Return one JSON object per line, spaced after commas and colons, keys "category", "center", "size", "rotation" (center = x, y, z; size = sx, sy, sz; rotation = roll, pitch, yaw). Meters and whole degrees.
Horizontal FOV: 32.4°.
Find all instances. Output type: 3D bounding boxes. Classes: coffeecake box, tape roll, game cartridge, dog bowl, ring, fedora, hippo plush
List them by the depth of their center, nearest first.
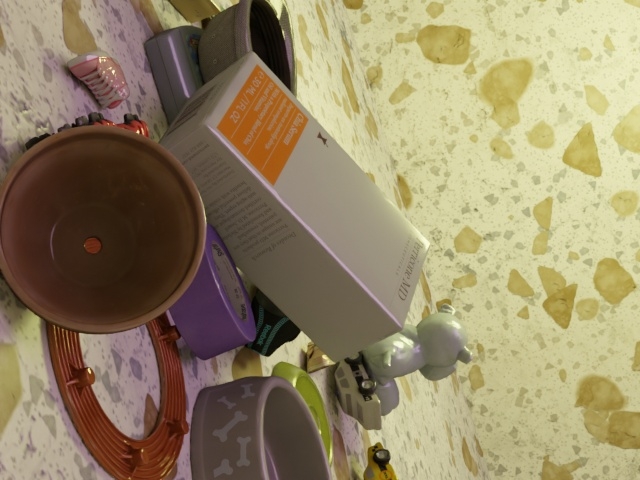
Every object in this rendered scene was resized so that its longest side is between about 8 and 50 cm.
{"category": "ring", "center": [-0.246, 0.147, 1.415], "size": [0.336, 0.032, 0.337], "rotation": [-18, 90, -75]}
{"category": "tape roll", "center": [-0.168, 0.074, 1.616], "size": [0.189, 0.080, 0.189], "rotation": [-21, 90, -84]}
{"category": "dog bowl", "center": [-0.073, 0.364, 1.666], "size": [0.349, 0.102, 0.349], "rotation": [-16, 90, -75]}
{"category": "fedora", "center": [-0.135, -0.320, 1.935], "size": [0.243, 0.124, 0.275], "rotation": [28, 56, -67]}
{"category": "game cartridge", "center": [-0.215, -0.279, 1.948], "size": [0.297, 0.062, 0.198], "rotation": [-24, 101, -75]}
{"category": "coffeecake box", "center": [-0.253, -0.521, 2.033], "size": [0.142, 0.068, 0.186], "rotation": [41, 35, -63]}
{"category": "hippo plush", "center": [0.183, 0.207, 2.350], "size": [0.294, 0.236, 0.234], "rotation": [94, -26, -55]}

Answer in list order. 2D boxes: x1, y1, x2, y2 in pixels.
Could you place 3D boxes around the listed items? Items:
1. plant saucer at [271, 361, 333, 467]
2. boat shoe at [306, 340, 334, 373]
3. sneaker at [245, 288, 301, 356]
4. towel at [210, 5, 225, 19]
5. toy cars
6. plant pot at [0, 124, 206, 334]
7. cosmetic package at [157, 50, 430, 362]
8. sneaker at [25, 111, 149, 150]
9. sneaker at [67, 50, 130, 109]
{"category": "plant saucer", "center": [-0.027, 0.332, 1.991], "size": [0.241, 0.037, 0.241], "rotation": [-17, 90, -75]}
{"category": "boat shoe", "center": [-0.003, 0.219, 2.163], "size": [0.170, 0.063, 0.059], "rotation": [-27, 97, -84]}
{"category": "sneaker", "center": [-0.062, 0.101, 1.978], "size": [0.140, 0.125, 0.341], "rotation": [-65, 171, 15]}
{"category": "towel", "center": [-0.115, -0.314, 2.177], "size": [0.325, 0.038, 0.248], "rotation": [62, 15, 25]}
{"category": "toy cars", "center": [0.089, 0.404, 2.231], "size": [0.176, 0.087, 0.394], "rotation": [115, -40, -74]}
{"category": "plant pot", "center": [-0.257, -0.005, 1.272], "size": [0.110, 0.237, 0.237], "rotation": [142, -65, -70]}
{"category": "cosmetic package", "center": [-0.043, -0.049, 1.757], "size": [0.453, 0.161, 0.230], "rotation": [46, 38, -19]}
{"category": "sneaker", "center": [-0.280, -0.090, 1.413], "size": [0.276, 0.097, 0.135], "rotation": [-25, 96, -76]}
{"category": "sneaker", "center": [-0.306, -0.224, 1.554], "size": [0.134, 0.051, 0.070], "rotation": [-2, 71, -79]}
